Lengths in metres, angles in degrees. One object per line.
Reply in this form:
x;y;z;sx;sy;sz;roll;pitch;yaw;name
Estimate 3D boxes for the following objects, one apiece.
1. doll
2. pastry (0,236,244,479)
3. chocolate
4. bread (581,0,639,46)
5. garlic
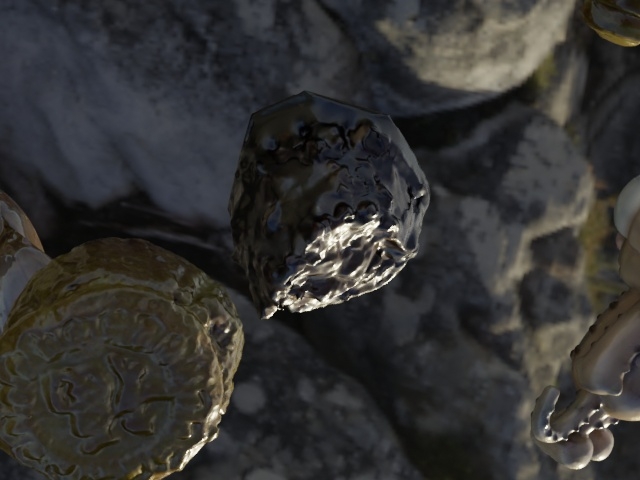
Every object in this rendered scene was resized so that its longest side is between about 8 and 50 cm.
0.250;0.048;1.074;0.278;0.119;0.154;-58;154;9;doll
-0.085;0.050;0.585;0.109;0.057;0.097;-25;115;1;pastry
0.000;0.000;1.428;0.177;0.206;0.224;-75;-178;-56;chocolate
0.171;-0.148;0.763;0.034;0.049;0.088;15;93;-78;bread
-0.301;0.047;1.218;0.160;0.214;0.191;-37;128;-9;garlic
